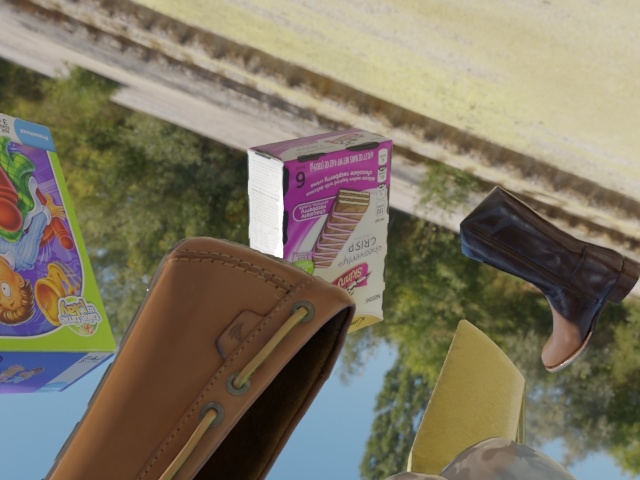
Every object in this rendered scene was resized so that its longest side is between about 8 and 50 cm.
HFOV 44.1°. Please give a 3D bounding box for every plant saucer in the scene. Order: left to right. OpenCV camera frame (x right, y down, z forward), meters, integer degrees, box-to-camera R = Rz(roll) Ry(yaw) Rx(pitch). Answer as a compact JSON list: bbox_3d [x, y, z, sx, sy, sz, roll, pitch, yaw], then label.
[{"bbox_3d":[0.166,0.293,0.823,0.081,0.333,0.333,1,-163,18],"label":"plant saucer"}]

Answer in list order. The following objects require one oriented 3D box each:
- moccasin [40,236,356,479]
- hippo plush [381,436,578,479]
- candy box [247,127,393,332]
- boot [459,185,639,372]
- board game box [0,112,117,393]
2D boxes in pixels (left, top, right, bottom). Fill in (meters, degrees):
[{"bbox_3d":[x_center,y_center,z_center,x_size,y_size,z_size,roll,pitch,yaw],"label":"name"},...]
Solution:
[{"bbox_3d":[-0.089,0.187,0.451,0.147,0.380,0.139,20,160,21],"label":"moccasin"},{"bbox_3d":[0.097,0.257,0.384,0.294,0.237,0.234,4,-151,-35],"label":"hippo plush"},{"bbox_3d":[0.000,0.000,0.914,0.159,0.233,0.071,-16,-151,-35],"label":"candy box"},{"bbox_3d":[0.133,0.026,0.523,0.114,0.106,0.037,25,-149,-2],"label":"boot"},{"bbox_3d":[-0.328,-0.009,0.558,0.347,0.078,0.233,13,-132,-56],"label":"board game box"}]
